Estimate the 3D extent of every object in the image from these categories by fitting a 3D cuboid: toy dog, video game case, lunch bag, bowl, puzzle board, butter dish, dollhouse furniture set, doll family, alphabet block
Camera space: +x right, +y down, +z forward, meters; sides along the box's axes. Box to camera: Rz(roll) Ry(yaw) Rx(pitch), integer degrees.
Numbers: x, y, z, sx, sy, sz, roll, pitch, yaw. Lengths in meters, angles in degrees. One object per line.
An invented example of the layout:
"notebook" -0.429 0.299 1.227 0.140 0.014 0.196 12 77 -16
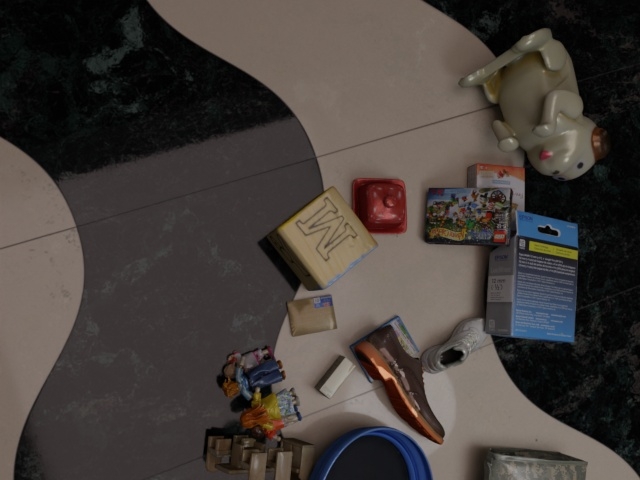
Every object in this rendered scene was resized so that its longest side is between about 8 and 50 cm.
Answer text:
"toy dog" 0.646 -0.363 1.956 0.395 0.285 0.407 -25 89 -51
"video game case" 0.179 0.303 1.880 0.166 0.015 0.119 -30 91 -14
"lunch bag" 0.564 0.701 1.853 0.287 0.169 0.235 10 82 -17
"bowl" 0.126 0.675 1.738 0.391 0.077 0.391 2 87 -34
"puzzle board" -0.023 0.205 1.845 0.128 0.011 0.096 -9 85 -15
"butter dish" 0.178 -0.101 1.868 0.160 0.118 0.160 0 85 -13
"dollhouse furniture set" -0.143 0.586 1.680 0.242 0.212 0.161 11 81 -37
"doll family" -0.158 0.381 1.707 0.163 0.118 0.263 -20 69 -21
"alphabet block" 0.000 0.000 1.781 0.193 0.192 0.197 -39 95 -16

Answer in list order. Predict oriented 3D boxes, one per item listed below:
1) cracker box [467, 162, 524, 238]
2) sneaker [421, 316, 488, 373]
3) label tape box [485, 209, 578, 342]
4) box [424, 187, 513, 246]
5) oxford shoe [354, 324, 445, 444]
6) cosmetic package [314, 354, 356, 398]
"cracker box" 0.513 -0.102 1.974 0.156 0.067 0.232 3 84 -13
"sneaker" 0.397 0.298 1.880 0.232 0.115 0.090 -37 93 -14
"label tape box" 0.607 0.108 1.925 0.249 0.115 0.347 10 79 -28
"box" 0.415 -0.067 1.889 0.233 0.044 0.159 2 81 26
"oxford shoe" 0.247 0.393 1.824 0.133 0.130 0.363 -39 102 -19
"cosmetic package" 0.040 0.368 1.818 0.041 0.060 0.115 42 78 -7
